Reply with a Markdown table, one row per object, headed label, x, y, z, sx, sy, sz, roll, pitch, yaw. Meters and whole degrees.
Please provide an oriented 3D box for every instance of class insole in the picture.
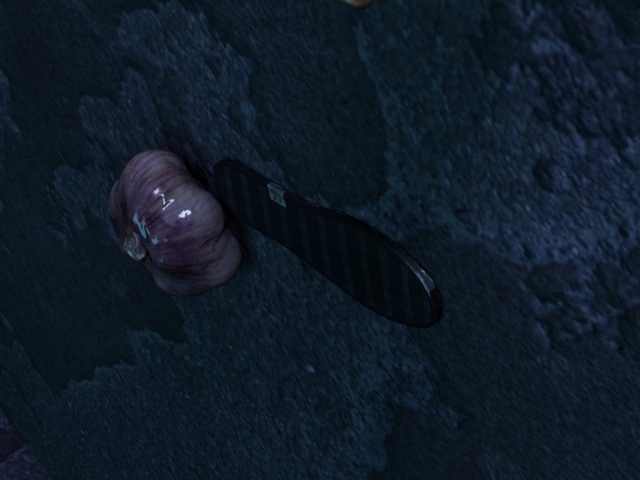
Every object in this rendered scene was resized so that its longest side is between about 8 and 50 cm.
| label | x | y | z | sx | sy | sz | roll | pitch | yaw |
| --- | --- | --- | --- | --- | --- | --- | --- | --- | --- |
| insole | 0.000 | 0.000 | 1.295 | 0.309 | 0.012 | 0.110 | 33 | 147 | 38 |

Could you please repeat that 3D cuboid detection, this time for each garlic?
| label | x | y | z | sx | sy | sz | roll | pitch | yaw |
| --- | --- | --- | --- | --- | --- | --- | --- | --- | --- |
| garlic | -0.158 | -0.013 | 1.444 | 0.159 | 0.102 | 0.147 | 60 | 155 | -7 |

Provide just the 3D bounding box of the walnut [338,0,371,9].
| label | x | y | z | sx | sy | sz | roll | pitch | yaw |
| --- | --- | --- | --- | --- | --- | --- | --- | --- | --- |
| walnut | 0.025 | -0.253 | 0.792 | 0.204 | 0.238 | 0.141 | 41 | -154 | -30 |
